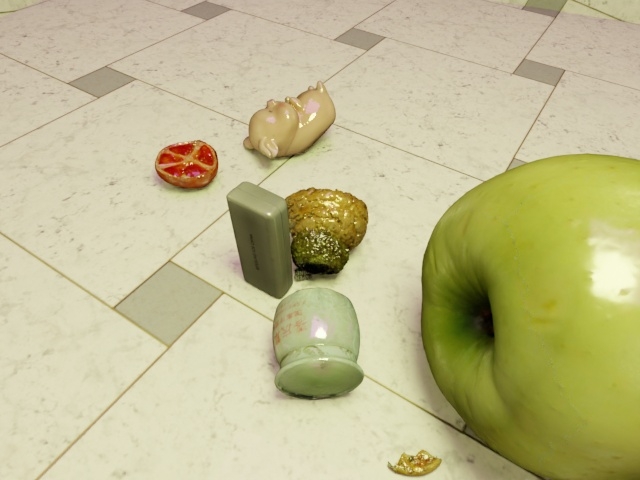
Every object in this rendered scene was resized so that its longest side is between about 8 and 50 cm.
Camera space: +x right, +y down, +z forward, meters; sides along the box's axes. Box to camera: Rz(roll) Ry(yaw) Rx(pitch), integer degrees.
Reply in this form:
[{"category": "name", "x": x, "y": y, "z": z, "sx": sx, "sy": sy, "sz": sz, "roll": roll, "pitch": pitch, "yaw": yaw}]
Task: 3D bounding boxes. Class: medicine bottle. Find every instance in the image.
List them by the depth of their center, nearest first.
[{"category": "medicine bottle", "x": -0.006, "y": 0.173, "z": 0.756, "sx": 0.147, "sy": 0.147, "sz": 0.143, "roll": -1, "pitch": 48, "yaw": -4}]

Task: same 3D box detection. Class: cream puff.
[{"category": "cream puff", "x": 0.000, "y": 0.000, "z": 0.934, "sx": 0.183, "sy": 0.183, "sz": 0.169, "roll": 8, "pitch": 70, "yaw": 4}]

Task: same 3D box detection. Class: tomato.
[{"category": "tomato", "x": -0.324, "y": -0.174, "z": 1.124, "sx": 0.156, "sy": 0.069, "sz": 0.155, "roll": 4, "pitch": 46, "yaw": -4}]

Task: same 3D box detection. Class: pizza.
[{"category": "pizza", "x": 0.143, "y": 0.337, "z": 0.697, "sx": 0.083, "sy": 0.016, "sz": 0.037, "roll": -3, "pitch": 40, "yaw": -4}]

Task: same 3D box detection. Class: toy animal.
[{"category": "toy animal", "x": -0.075, "y": -0.305, "z": 1.208, "sx": 0.250, "sy": 0.154, "sz": 0.166, "roll": -27, "pitch": 11, "yaw": -16}]

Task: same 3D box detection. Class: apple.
[{"category": "apple", "x": 0.375, "y": 0.097, "z": 0.646, "sx": 0.474, "sy": 0.473, "sz": 0.473, "roll": 2, "pitch": 46, "yaw": -2}]

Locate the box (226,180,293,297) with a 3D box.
[{"category": "box", "x": -0.105, "y": 0.006, "z": 0.842, "sx": 0.103, "sy": 0.243, "sz": 0.055, "roll": 25, "pitch": 54, "yaw": 20}]
